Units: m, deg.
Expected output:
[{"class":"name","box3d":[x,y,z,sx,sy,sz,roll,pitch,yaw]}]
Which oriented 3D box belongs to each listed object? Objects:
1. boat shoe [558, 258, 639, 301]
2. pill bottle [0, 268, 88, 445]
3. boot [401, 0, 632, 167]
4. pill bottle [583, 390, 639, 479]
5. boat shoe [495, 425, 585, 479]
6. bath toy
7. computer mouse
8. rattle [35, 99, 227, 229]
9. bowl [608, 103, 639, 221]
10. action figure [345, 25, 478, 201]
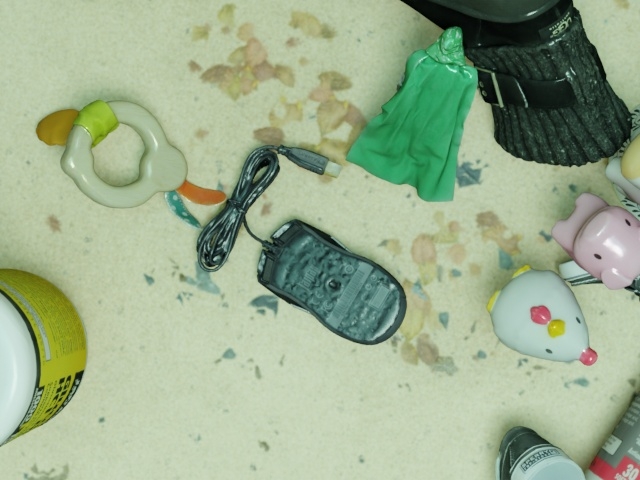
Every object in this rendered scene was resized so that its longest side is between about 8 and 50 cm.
[{"class":"boat shoe","box3d":[0.397,0.036,1.308,0.228,0.080,0.076,-10,87,-6]},{"class":"pill bottle","box3d":[-0.357,0.124,1.193,0.188,0.334,0.188,0,89,2]},{"class":"boot","box3d":[0.190,-0.236,1.277,0.131,0.348,0.260,-40,131,-4]},{"class":"pill bottle","box3d":[0.449,0.198,1.250,0.176,0.176,0.318,34,90,2]},{"class":"boat shoe","box3d":[0.254,0.357,1.289,0.113,0.105,0.306,-21,113,-10]},{"class":"bath toy","box3d":[0.323,-0.008,1.189,0.348,0.151,0.129,-51,56,5]},{"class":"computer mouse","box3d":[0.000,0.000,1.328,0.262,0.060,0.184,25,88,9]},{"class":"rattle","box3d":[-0.231,-0.082,1.343,0.199,0.143,0.130,24,61,-35]},{"class":"bowl","box3d":[0.430,-0.095,1.303,0.170,0.080,0.170,0,89,1]},{"class":"action figure","box3d":[0.119,-0.148,1.246,0.137,0.232,0.063,18,53,0]}]
